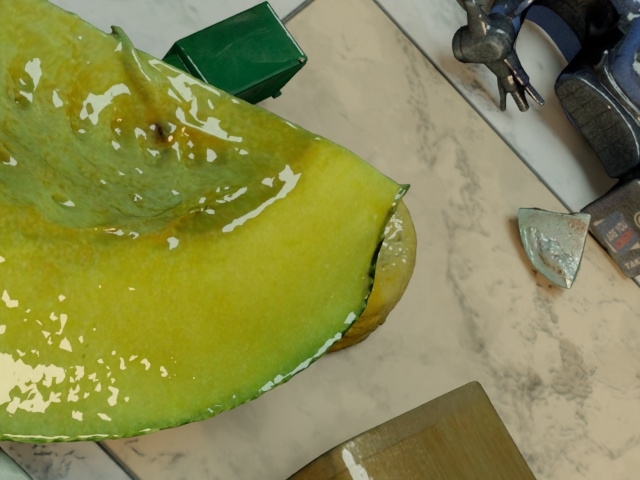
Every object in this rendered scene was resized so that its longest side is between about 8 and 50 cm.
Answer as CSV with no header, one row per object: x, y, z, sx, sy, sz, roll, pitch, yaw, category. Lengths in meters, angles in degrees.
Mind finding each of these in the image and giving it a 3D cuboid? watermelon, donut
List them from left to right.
0.000,0.000,0.964,0.178,0.065,0.162,-23,79,-38,donut
0.216,0.000,1.104,0.085,0.061,0.085,19,48,-22,watermelon

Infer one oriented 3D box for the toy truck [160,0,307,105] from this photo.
-0.091,-0.116,0.960,0.147,0.079,0.065,-32,85,-37,toy truck

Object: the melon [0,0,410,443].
-0.127,-0.025,0.765,0.343,0.226,0.331,29,33,-33,melon

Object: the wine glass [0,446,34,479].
-0.177,0.204,0.713,0.111,0.111,0.204,-39,93,-40,wine glass

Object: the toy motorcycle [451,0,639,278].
0.247,-0.161,1.170,0.212,0.125,0.358,-39,91,-37,toy motorcycle

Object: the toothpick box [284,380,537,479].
0.094,0.270,0.814,0.190,0.187,0.308,-20,74,-37,toothpick box
